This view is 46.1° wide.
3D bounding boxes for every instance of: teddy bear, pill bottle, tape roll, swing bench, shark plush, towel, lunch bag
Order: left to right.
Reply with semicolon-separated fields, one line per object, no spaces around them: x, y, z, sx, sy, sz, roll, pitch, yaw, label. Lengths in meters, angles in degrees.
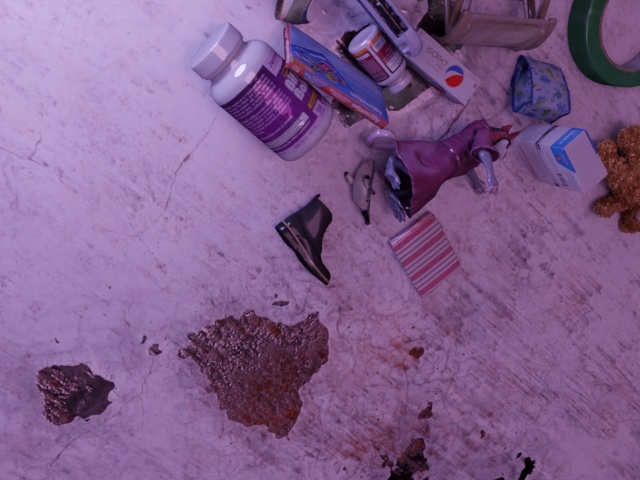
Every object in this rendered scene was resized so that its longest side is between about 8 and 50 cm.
-0.128;-0.323;1.627;0.301;0.169;0.169;39;90;-26;pill bottle
0.119;-0.115;1.849;0.067;0.073;0.161;-30;112;-44;shark plush
0.142;-0.417;1.747;0.086;0.086;0.152;-46;116;-2;pill bottle
0.275;0.038;1.969;0.144;0.029;0.197;-36;117;-7;towel
0.414;-0.575;1.761;0.253;0.165;0.255;-2;107;-21;swing bench
0.557;-0.388;1.911;0.128;0.096;0.151;11;72;-24;lunch bag
0.800;-0.563;1.959;0.321;0.077;0.322;-6;107;-20;tape roll
0.870;-0.160;2.089;0.245;0.113;0.338;-19;111;-12;teddy bear

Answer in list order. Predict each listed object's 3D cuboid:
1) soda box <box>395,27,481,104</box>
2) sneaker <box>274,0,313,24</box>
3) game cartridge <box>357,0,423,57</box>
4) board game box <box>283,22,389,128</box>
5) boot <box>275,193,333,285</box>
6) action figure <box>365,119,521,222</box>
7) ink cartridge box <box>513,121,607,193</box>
0.280;-0.418;1.810;0.216;0.069;0.074;33;93;-25;soda box
-0.033;-0.567;1.650;0.086;0.064;0.192;12;107;-24;sneaker
0.105;-0.534;1.636;0.060;0.196;0.294;-41;114;8;game cartridge
0.036;-0.366;1.684;0.281;0.145;0.027;27;127;-30;board game box
0.000;0.000;1.829;0.137;0.077;0.198;-41;117;-11;boot
0.315;-0.207;1.847;0.370;0.248;0.276;-32;89;-11;action figure
0.608;-0.215;1.921;0.086;0.203;0.148;-41;116;-7;ink cartridge box
